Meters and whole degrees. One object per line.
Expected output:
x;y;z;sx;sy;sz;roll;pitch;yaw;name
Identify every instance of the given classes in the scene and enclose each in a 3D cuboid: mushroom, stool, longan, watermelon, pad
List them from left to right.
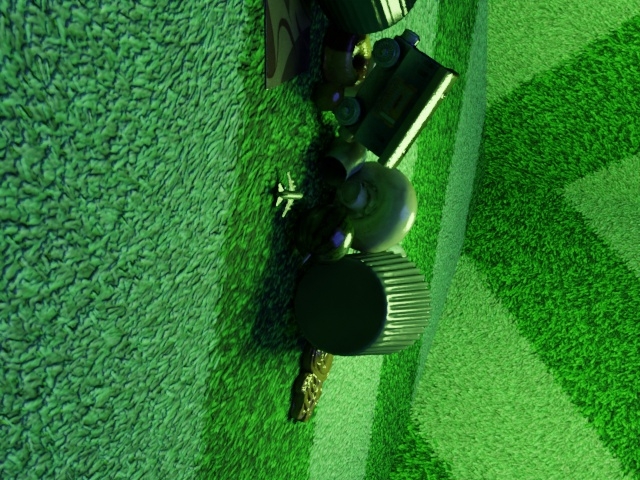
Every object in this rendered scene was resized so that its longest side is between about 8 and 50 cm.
-0.062;-0.488;1.482;0.220;0.004;0.331;-46;143;-56;pad
0.000;0.000;1.729;0.187;0.140;0.141;-57;152;-33;watermelon
0.021;-0.329;1.699;0.075;0.075;0.083;-57;142;-45;longan
0.109;0.164;1.921;0.330;0.297;0.298;8;94;-65;stool
0.122;-0.095;1.891;0.202;0.246;0.246;29;72;-47;mushroom

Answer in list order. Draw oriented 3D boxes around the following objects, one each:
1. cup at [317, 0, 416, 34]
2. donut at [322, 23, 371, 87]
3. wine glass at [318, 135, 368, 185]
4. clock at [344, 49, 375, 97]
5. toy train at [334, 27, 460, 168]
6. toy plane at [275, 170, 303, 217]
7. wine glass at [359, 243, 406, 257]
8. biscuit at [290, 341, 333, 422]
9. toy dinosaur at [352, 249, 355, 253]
0.052;-0.596;1.454;0.242;0.308;0.292;-44;157;1;cup
0.067;-0.445;1.762;0.184;0.073;0.166;2;101;-68;donut
0.072;-0.227;1.855;0.222;0.103;0.103;-52;148;-48;wine glass
0.128;-0.395;1.965;0.197;0.063;0.150;57;48;-62;clock
0.172;-0.332;1.724;0.300;0.202;0.131;-56;162;21;toy train
-0.072;-0.102;1.619;0.111;0.040;0.103;-10;112;-70;toy plane
0.194;0.041;2.322;0.183;0.122;0.122;23;80;-67;wine glass
-0.014;0.363;2.040;0.202;0.044;0.289;66;38;-58;biscuit
0.094;0.066;2.179;0.041;0.026;0.113;24;87;-53;toy dinosaur
